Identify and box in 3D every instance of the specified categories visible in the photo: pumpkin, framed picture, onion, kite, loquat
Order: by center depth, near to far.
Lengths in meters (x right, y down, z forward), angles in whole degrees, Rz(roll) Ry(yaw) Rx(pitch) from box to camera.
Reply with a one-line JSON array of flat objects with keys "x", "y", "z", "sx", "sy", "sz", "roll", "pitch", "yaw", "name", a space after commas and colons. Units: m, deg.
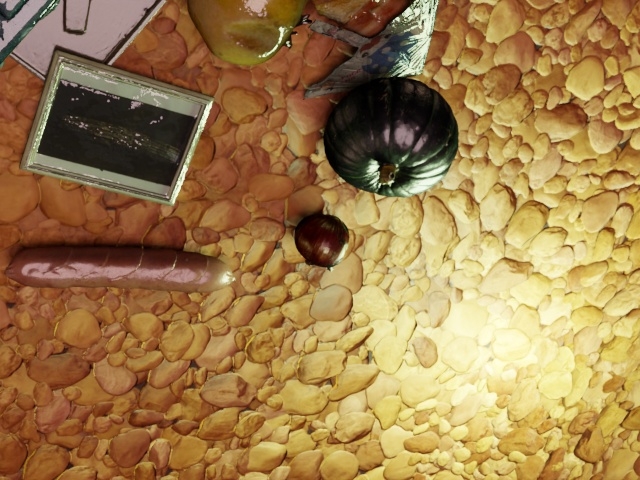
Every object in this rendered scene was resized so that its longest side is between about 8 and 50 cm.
[{"x": -0.117, "y": -0.391, "z": 1.575, "sx": 0.213, "sy": 0.213, "sz": 0.213, "roll": -7, "pitch": 117, "yaw": -14, "name": "loquat"}, {"x": -0.402, "y": -0.381, "z": 1.598, "sx": 0.192, "sy": 0.018, "sz": 0.265, "roll": 38, "pitch": 100, "yaw": -29, "name": "framed picture"}, {"x": -0.359, "y": -0.189, "z": 1.691, "sx": 0.293, "sy": 0.018, "sz": 0.231, "roll": 13, "pitch": 112, "yaw": -27, "name": "framed picture"}, {"x": 0.095, "y": -0.348, "z": 1.704, "sx": 0.335, "sy": 0.011, "sz": 0.314, "roll": -38, "pitch": 149, "yaw": 29, "name": "kite"}, {"x": 0.130, "y": -0.179, "z": 1.758, "sx": 0.250, "sy": 0.216, "sz": 0.250, "roll": 7, "pitch": 139, "yaw": 6, "name": "pumpkin"}, {"x": 0.000, "y": 0.000, "z": 1.856, "sx": 0.118, "sy": 0.117, "sz": 0.118, "roll": -1, "pitch": 94, "yaw": -12, "name": "onion"}]

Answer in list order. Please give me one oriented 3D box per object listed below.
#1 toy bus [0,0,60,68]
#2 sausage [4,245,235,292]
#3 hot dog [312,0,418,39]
[{"x": -0.513, "y": -0.357, "z": 1.461, "sx": 0.162, "sy": 0.194, "sz": 0.323, "roll": 42, "pitch": 99, "yaw": -20, "name": "toy bus"}, {"x": -0.365, "y": 0.054, "z": 1.785, "sx": 0.433, "sy": 0.088, "sz": 0.088, "roll": 3, "pitch": 114, "yaw": -20, "name": "sausage"}, {"x": 0.087, "y": -0.422, "z": 1.685, "sx": 0.261, "sy": 0.093, "sz": 0.123, "roll": 15, "pitch": 130, "yaw": -43, "name": "hot dog"}]
